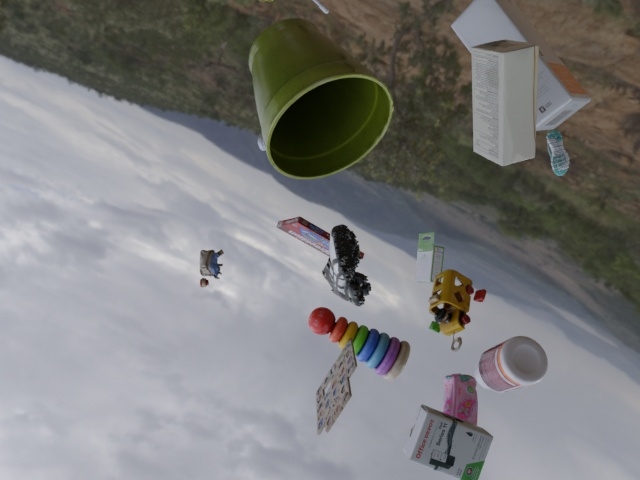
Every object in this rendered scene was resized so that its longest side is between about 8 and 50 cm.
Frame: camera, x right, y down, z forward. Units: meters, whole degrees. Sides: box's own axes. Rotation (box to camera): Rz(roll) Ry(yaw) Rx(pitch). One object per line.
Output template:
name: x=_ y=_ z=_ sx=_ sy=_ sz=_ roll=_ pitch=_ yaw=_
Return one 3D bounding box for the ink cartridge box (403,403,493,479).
ink cartridge box: x=0.364 y=0.585 z=1.586 sx=0.209 sy=0.153 sz=0.087 roll=21 pitch=176 yaw=-3

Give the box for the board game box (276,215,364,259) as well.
board game box: x=0.000 y=0.000 z=1.882 sx=0.281 sy=0.027 sz=0.145 roll=29 pitch=161 yaw=-27

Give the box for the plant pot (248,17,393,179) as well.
plant pot: x=-0.040 y=-0.426 z=1.559 sx=0.366 sy=0.366 sz=0.352 roll=22 pitch=-146 yaw=-53

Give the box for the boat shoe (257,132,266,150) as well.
boat shoe: x=-0.160 y=-0.390 z=2.011 sx=0.226 sy=0.076 sz=0.083 roll=-75 pitch=-28 yaw=-51

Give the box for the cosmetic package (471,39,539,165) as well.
cosmetic package: x=0.509 y=-0.384 z=1.536 sx=0.113 sy=0.309 sz=0.160 roll=-16 pitch=-151 yaw=-11

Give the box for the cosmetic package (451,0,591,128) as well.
cosmetic package: x=0.656 y=-0.585 z=1.811 sx=0.230 sy=0.161 sz=0.453 roll=-17 pitch=-110 yaw=-49

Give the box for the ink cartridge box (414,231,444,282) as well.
ink cartridge box: x=0.460 y=0.074 z=2.316 sx=0.062 sy=0.209 sz=0.109 roll=9 pitch=173 yaw=-25

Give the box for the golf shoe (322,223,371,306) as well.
golf shoe: x=0.035 y=0.051 z=1.114 sx=0.094 sy=0.077 sz=0.198 roll=11 pitch=132 yaw=34

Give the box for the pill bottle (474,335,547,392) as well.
pill bottle: x=0.343 y=0.233 z=1.018 sx=0.086 sy=0.086 sz=0.152 roll=30 pitch=156 yaw=4

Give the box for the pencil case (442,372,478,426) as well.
pencil case: x=0.472 y=0.599 z=1.884 sx=0.124 sy=0.284 sz=0.124 roll=10 pitch=141 yaw=8

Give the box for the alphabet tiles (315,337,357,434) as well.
alphabet tiles: x=0.041 y=0.384 z=1.437 sx=0.009 sy=0.198 sz=0.237 roll=28 pitch=-167 yaw=-10

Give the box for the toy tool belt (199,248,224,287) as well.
toy tool belt: x=-0.236 y=0.060 z=1.205 sx=0.051 sy=0.083 sz=0.052 roll=-3 pitch=163 yaw=0

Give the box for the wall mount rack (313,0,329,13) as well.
wall mount rack: x=-0.017 y=-0.971 z=1.876 sx=0.304 sy=0.350 sz=0.130 roll=46 pitch=175 yaw=-39

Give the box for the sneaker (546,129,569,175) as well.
sneaker: x=0.869 y=-0.318 z=2.026 sx=0.065 sy=0.166 sz=0.076 roll=-8 pitch=178 yaw=16

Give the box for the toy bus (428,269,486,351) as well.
toy bus: x=0.361 y=0.183 z=1.574 sx=0.104 sy=0.190 sz=0.202 roll=30 pitch=-173 yaw=-15

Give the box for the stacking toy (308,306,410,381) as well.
stacking toy: x=0.113 y=0.310 z=1.752 sx=0.330 sy=0.141 sz=0.141 roll=29 pitch=-175 yaw=-2
